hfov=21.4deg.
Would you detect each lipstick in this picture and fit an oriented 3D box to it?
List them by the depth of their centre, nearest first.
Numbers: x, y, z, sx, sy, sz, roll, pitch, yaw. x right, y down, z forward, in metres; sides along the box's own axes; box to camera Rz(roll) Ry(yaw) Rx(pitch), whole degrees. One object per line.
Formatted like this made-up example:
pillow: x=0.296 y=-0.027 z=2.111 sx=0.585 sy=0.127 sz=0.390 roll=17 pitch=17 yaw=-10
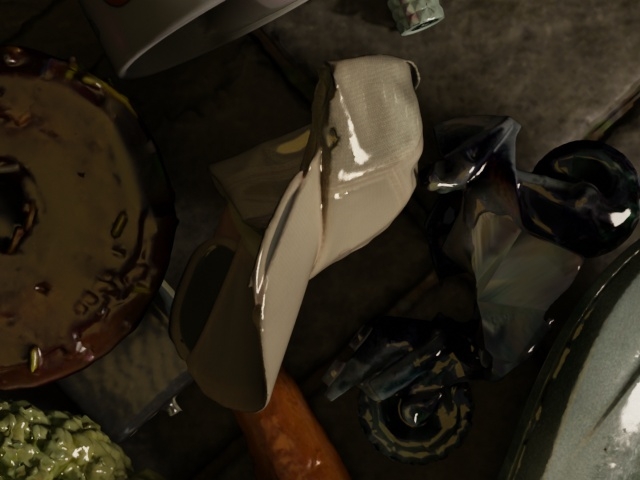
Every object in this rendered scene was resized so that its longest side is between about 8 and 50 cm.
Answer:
lipstick: x=0.050 y=-0.206 z=1.213 sx=0.037 sy=0.037 sz=0.116 roll=-24 pitch=86 yaw=5

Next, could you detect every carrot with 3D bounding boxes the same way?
carrot: x=-0.024 y=0.145 z=1.222 sx=0.072 sy=0.072 sz=0.205 roll=-26 pitch=90 yaw=5

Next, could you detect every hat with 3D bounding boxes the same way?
hat: x=0.000 y=0.000 z=1.133 sx=0.164 sy=0.219 sz=0.226 roll=1 pitch=77 yaw=-22

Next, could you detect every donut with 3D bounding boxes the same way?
donut: x=-0.204 y=-0.022 z=1.142 sx=0.216 sy=0.096 sz=0.230 roll=-41 pitch=90 yaw=4

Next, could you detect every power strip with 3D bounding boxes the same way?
power strip: x=-0.186 y=0.028 z=1.226 sx=0.105 sy=0.070 sz=0.257 roll=-41 pitch=89 yaw=8

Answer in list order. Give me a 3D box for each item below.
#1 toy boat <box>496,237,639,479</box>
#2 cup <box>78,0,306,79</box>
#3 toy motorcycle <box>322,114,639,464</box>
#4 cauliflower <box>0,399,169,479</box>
toy boat: x=0.195 y=0.136 z=1.184 sx=0.141 sy=0.092 sz=0.320 roll=15 pitch=99 yaw=-35
cup: x=-0.116 y=-0.294 z=1.130 sx=0.212 sy=0.212 sz=0.317 roll=-29 pitch=90 yaw=5
toy motorcycle: x=0.098 y=0.022 z=1.187 sx=0.159 sy=0.106 sz=0.270 roll=40 pitch=95 yaw=-1
cauliflower: x=-0.231 y=0.253 z=1.151 sx=0.327 sy=0.260 sz=0.281 roll=24 pitch=63 yaw=-9
